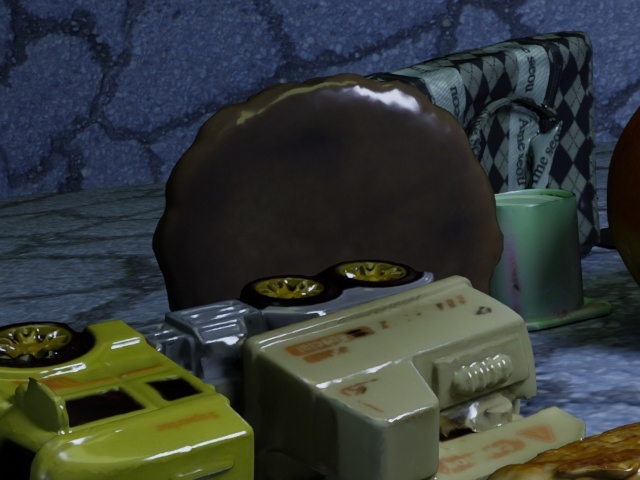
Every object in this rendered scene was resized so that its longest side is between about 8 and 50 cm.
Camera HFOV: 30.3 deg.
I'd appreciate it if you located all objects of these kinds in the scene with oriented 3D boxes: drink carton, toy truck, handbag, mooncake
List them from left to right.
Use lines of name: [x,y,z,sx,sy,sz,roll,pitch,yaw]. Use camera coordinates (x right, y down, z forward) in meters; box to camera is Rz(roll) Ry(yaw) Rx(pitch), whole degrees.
toy truck: [-0.028,0.135,0.773,0.405,0.181,0.254,-10,17,-34]
mooncake: [0.000,-0.001,1.132,0.324,0.324,0.187,-9,8,-9]
handbag: [0.192,-0.083,1.522,0.416,0.317,0.180,-20,16,-36]
drink carton: [0.236,0.018,1.353,0.144,0.142,0.146,-11,12,-19]

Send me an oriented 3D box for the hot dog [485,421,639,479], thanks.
hot dog: [0.194,0.154,0.557,0.256,0.150,0.153,-5,3,-42]

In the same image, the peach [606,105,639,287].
peach: [0.439,-0.049,1.171,0.308,0.308,0.332,-1,6,33]

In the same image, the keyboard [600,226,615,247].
keyboard: [0.474,-0.001,1.649,0.106,0.016,0.262,-11,10,-21]
